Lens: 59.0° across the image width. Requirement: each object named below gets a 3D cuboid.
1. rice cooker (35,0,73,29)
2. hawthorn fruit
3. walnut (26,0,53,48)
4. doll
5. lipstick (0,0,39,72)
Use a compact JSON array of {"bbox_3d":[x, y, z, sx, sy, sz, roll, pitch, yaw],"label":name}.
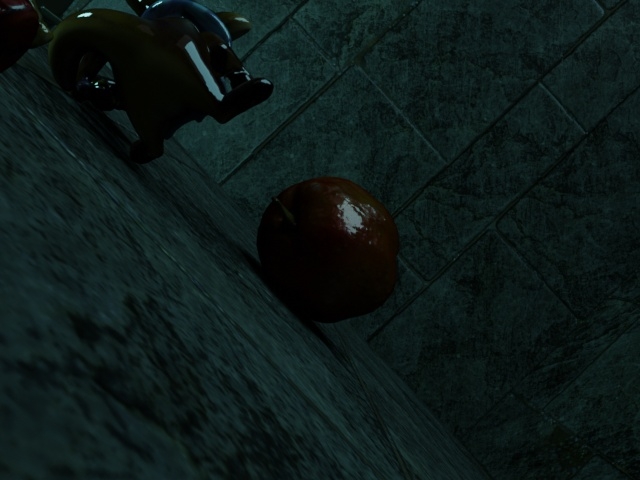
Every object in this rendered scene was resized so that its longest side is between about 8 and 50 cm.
[{"bbox_3d":[-0.477,-0.424,0.900,0.145,0.127,0.206,48,7,9],"label":"rice cooker"},{"bbox_3d":[0.000,0.000,1.081,0.287,0.287,0.330,46,4,40],"label":"hawthorn fruit"},{"bbox_3d":[-0.356,-0.267,0.573,0.170,0.069,0.143,48,-3,1],"label":"walnut"},{"bbox_3d":[-0.228,-0.245,0.835,0.340,0.318,0.209,-98,-169,-59],"label":"doll"},{"bbox_3d":[-0.320,-0.236,0.396,0.279,0.073,0.073,47,-2,-4],"label":"lipstick"}]
